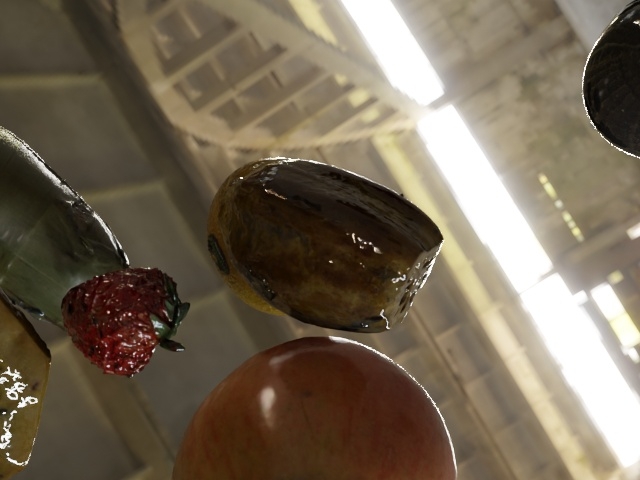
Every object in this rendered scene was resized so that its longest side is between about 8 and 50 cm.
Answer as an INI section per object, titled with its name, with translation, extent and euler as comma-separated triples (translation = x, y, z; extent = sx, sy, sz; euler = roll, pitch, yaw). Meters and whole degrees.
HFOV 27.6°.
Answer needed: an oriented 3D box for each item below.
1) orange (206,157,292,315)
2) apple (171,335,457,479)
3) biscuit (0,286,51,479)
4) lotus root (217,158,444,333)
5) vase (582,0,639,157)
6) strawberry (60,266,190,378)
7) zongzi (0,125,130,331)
[orange]
translation = -0.057, -0.008, 1.887
extent = 0.236, 0.236, 0.236
euler = 54, -168, -17
[apple]
translation = -0.009, 0.313, 1.594
extent = 0.364, 0.364, 0.364
euler = 54, -168, -17
[biscuit]
translation = -0.452, 0.156, 1.328
extent = 0.359, 0.359, 0.046
euler = 51, -172, -28
[lotus root]
translation = 0.000, 0.008, 1.573
extent = 0.291, 0.193, 0.193
euler = 24, 176, 27
[vase]
translation = 0.233, -0.068, 0.813
extent = 0.120, 0.120, 0.183
euler = 43, -149, -50
[strawberry]
translation = -0.233, 0.080, 1.500
extent = 0.192, 0.140, 0.085
euler = 47, 175, 48
[zongzi]
translation = -0.405, -0.042, 1.776
extent = 0.356, 0.174, 0.393
euler = 35, -172, -5
